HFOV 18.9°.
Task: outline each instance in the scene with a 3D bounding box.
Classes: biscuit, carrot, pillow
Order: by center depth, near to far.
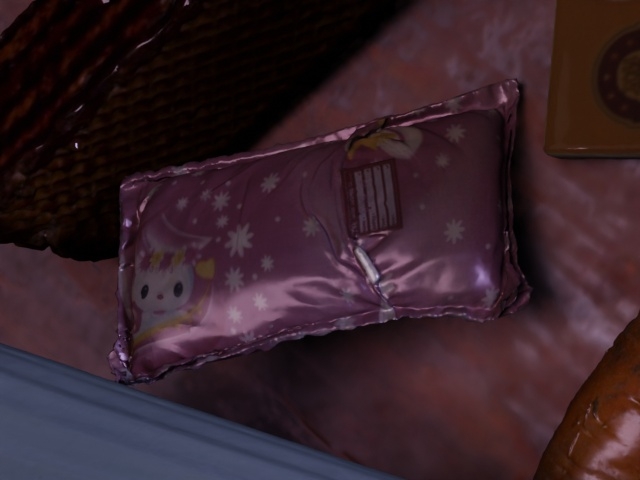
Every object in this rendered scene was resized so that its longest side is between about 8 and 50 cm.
[{"bbox_3d":[0.139,0.048,0.737,0.060,0.060,0.186,36,99,32],"label":"carrot"},{"bbox_3d":[0.000,0.000,0.809,0.185,0.043,0.118,-12,54,13],"label":"pillow"},{"bbox_3d":[-0.016,-0.132,0.820,0.388,0.107,0.073,-42,59,24],"label":"biscuit"}]

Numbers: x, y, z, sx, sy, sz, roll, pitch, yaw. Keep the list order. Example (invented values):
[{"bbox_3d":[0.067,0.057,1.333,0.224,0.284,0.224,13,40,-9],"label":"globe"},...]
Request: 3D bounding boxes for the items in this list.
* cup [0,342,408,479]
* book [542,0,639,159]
[{"bbox_3d":[-0.046,0.251,0.708,0.392,0.310,0.401,10,117,30],"label":"cup"},{"bbox_3d":[0.227,-0.132,0.729,0.295,0.020,0.208,1,82,33],"label":"book"}]
